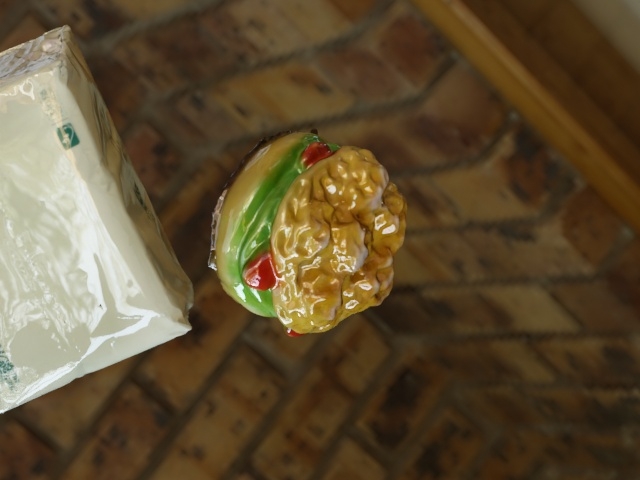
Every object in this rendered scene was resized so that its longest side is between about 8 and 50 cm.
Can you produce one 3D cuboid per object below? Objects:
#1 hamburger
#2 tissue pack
[{"bbox_3d":[0.000,0.000,2.040,0.149,0.237,0.237,21,-115,35],"label":"hamburger"},{"bbox_3d":[-0.348,-0.022,2.171,0.297,0.380,0.207,-23,-158,6],"label":"tissue pack"}]
